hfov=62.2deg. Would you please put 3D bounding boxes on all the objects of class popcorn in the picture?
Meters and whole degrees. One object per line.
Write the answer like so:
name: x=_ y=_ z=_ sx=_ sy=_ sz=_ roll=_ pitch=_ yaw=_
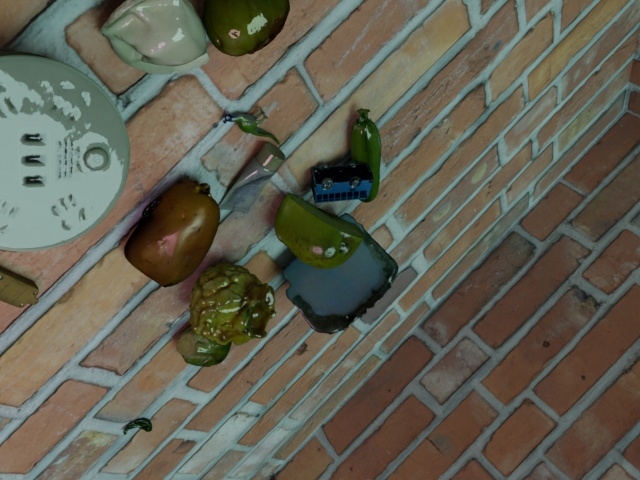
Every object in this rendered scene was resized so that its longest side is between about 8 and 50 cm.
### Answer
popcorn: x=-0.264 y=0.192 z=1.586 sx=0.258 sy=0.224 sz=0.270 roll=22 pitch=136 yaw=-17

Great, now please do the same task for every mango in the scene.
mango: x=-0.360 y=-0.018 z=1.341 sx=0.287 sy=0.152 sz=0.201 roll=-57 pitch=154 yaw=18

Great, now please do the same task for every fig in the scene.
fig: x=-0.154 y=-0.478 z=1.082 sx=0.181 sy=0.181 sz=0.191 roll=-20 pitch=109 yaw=-35

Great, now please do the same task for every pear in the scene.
pear: x=0.000 y=0.000 z=1.593 sx=0.292 sy=0.292 sz=0.159 roll=16 pitch=105 yaw=-54

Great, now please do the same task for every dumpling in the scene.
dumpling: x=-0.319 y=-0.401 z=1.042 sx=0.179 sy=0.131 sz=0.252 roll=-27 pitch=168 yaw=4

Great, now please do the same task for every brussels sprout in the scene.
brussels sprout: x=-0.371 y=0.332 z=1.707 sx=0.161 sy=0.144 sz=0.181 roll=-13 pitch=161 yaw=10

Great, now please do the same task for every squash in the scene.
squash: x=0.146 y=-0.266 z=1.703 sx=0.101 sy=0.101 sz=0.379 roll=-34 pitch=143 yaw=-19

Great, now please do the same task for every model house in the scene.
model house: x=0.056 y=0.135 z=1.901 sx=0.360 sy=0.297 sz=0.339 roll=-45 pitch=178 yaw=-4

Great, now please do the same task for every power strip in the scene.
power strip: x=-0.531 y=-0.156 z=0.920 sx=0.357 sy=0.161 sz=0.357 roll=-21 pitch=122 yaw=-38
power strip: x=-0.724 y=0.071 z=1.123 sx=0.064 sy=0.044 sz=0.305 roll=-44 pitch=148 yaw=-4

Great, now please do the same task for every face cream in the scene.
face cream: x=-0.190 y=-0.165 z=1.476 sx=0.114 sy=0.070 sz=0.224 roll=6 pitch=132 yaw=-50

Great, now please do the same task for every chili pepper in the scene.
chili pepper: x=-0.623 y=0.643 z=1.835 sx=0.118 sy=0.035 sz=0.055 roll=20 pitch=92 yaw=-59

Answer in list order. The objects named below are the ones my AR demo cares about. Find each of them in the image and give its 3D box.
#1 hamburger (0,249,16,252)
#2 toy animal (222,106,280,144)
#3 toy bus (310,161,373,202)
hamburger: x=-0.631 y=-0.045 z=1.072 sx=0.138 sy=0.083 sz=0.147 roll=-1 pitch=127 yaw=-53
toy animal: x=-0.154 y=-0.301 z=1.374 sx=0.075 sy=0.041 sz=0.217 roll=-41 pitch=153 yaw=25
toy bus: x=0.065 y=-0.178 z=1.646 sx=0.184 sy=0.090 sz=0.106 roll=-5 pitch=137 yaw=-7
